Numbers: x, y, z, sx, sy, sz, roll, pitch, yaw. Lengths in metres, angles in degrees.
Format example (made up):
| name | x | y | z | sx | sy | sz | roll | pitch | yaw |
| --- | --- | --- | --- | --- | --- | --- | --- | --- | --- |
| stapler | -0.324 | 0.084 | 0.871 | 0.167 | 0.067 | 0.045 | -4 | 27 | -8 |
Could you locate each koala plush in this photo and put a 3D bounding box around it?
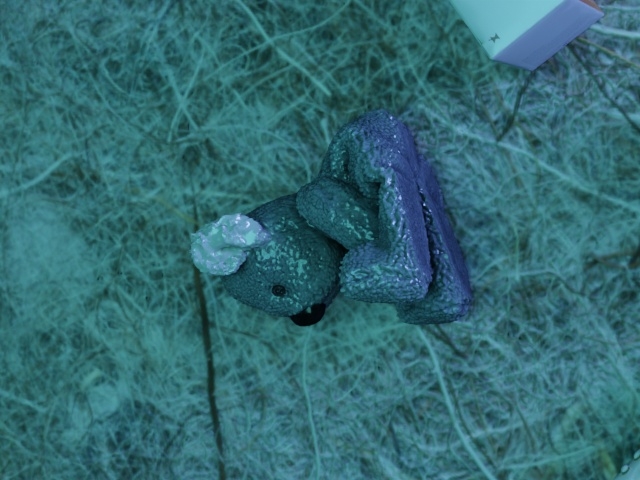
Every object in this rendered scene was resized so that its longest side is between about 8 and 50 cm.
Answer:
| name | x | y | z | sx | sy | sz | roll | pitch | yaw |
| --- | --- | --- | --- | --- | --- | --- | --- | --- | --- |
| koala plush | 0.000 | 0.000 | 1.814 | 0.221 | 0.196 | 0.203 | -20 | 73 | 18 |

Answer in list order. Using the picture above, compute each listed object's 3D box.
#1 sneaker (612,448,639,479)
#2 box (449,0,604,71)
| name | x | y | z | sx | sy | sz | roll | pitch | yaw |
| --- | --- | --- | --- | --- | --- | --- | --- | --- | --- |
| sneaker | 0.340 | 0.172 | 1.748 | 0.290 | 0.106 | 0.123 | -33 | 71 | 8 |
| box | 0.173 | -0.236 | 1.751 | 0.091 | 0.170 | 0.130 | -38 | 80 | 15 |
